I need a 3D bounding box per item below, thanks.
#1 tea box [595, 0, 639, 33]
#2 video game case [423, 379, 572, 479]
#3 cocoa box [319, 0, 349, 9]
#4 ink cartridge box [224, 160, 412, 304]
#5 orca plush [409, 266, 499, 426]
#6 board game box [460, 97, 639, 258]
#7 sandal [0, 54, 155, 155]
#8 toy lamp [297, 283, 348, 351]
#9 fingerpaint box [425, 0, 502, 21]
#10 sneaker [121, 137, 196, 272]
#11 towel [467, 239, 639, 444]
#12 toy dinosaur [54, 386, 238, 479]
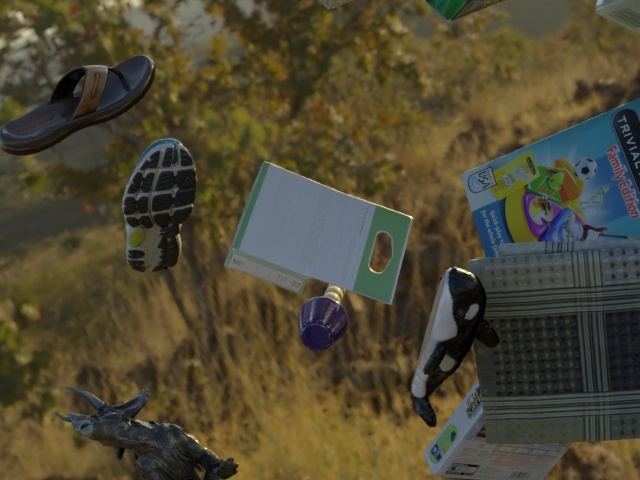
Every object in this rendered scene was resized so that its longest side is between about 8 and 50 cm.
[{"bbox_3d":[0.626,-0.474,1.799,0.329,0.220,0.324,-167,98,-77],"label":"tea box"},{"bbox_3d":[0.361,0.341,2.188,0.244,0.269,0.061,-58,38,27],"label":"video game case"},{"bbox_3d":[0.097,-0.633,2.225,0.347,0.228,0.231,-21,-17,18],"label":"cocoa box"},{"bbox_3d":[0.000,0.000,1.690,0.056,0.235,0.171,118,171,-52],"label":"ink cartridge box"},{"bbox_3d":[0.196,0.152,1.655,0.102,0.287,0.151,12,32,2],"label":"orca plush"},{"bbox_3d":[0.420,-0.052,1.903,0.336,0.254,0.079,-24,-26,19],"label":"board game box"},{"bbox_3d":[-0.296,-0.176,1.440,0.219,0.060,0.090,-29,39,-21],"label":"sandal"},{"bbox_3d":[0.019,0.094,1.836,0.080,0.080,0.275,-20,14,19],"label":"toy lamp"},{"bbox_3d":[0.346,-0.581,1.890,0.445,0.163,0.371,-50,-8,29],"label":"fingerpaint box"},{"bbox_3d":[-0.256,-0.063,1.779,0.107,0.110,0.275,-2,-35,-20],"label":"sneaker"},{"bbox_3d":[0.382,0.150,1.749,0.324,0.312,0.056,-4,18,10],"label":"towel"},{"bbox_3d":[-0.169,0.280,1.411,0.121,0.313,0.160,-40,45,-12],"label":"toy dinosaur"}]
